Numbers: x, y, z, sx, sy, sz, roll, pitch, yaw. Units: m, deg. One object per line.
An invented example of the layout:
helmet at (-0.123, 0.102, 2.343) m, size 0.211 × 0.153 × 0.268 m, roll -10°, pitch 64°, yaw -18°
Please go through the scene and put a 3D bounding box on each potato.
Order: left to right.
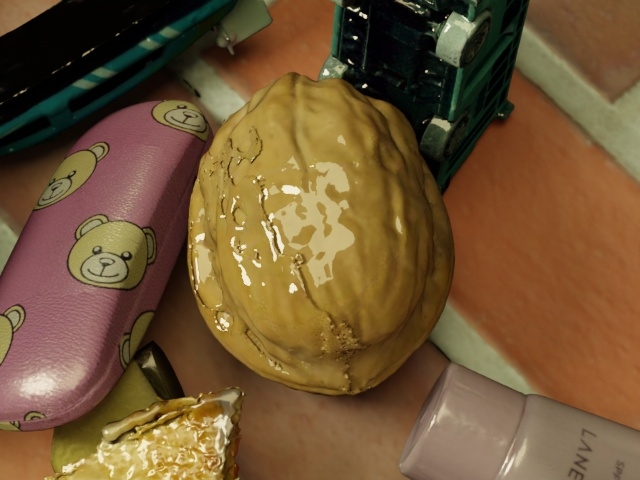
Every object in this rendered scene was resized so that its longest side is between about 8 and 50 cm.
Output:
potato at (-0.151, 0.136, 1.343) m, size 0.103 × 0.066 × 0.096 m, roll -22°, pitch 98°, yaw 0°

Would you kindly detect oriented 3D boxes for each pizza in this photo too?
pizza at (-0.180, 0.225, 1.284) m, size 0.251 × 0.074 × 0.287 m, roll 12°, pitch 79°, yaw 10°

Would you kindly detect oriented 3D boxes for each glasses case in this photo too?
glasses case at (-0.169, 0.012, 1.360) m, size 0.123 × 0.076 × 0.316 m, roll -6°, pitch 44°, yaw 28°

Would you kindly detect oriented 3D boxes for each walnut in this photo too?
walnut at (0.000, 0.000, 1.335) m, size 0.198 × 0.198 × 0.245 m, roll -9°, pitch 67°, yaw -3°

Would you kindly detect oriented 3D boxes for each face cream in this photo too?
face cream at (0.195, 0.187, 1.307) m, size 0.274 × 0.096 × 0.154 m, roll 26°, pitch 64°, yaw -1°

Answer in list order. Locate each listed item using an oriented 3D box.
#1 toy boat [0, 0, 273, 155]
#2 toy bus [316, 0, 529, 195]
toy boat at (-0.186, -0.137, 1.465) m, size 0.299 × 0.092 × 0.134 m, roll -32°, pitch 33°, yaw -5°
toy bus at (0.084, -0.162, 1.382) m, size 0.128 × 0.256 × 0.147 m, roll 31°, pitch 61°, yaw 15°
